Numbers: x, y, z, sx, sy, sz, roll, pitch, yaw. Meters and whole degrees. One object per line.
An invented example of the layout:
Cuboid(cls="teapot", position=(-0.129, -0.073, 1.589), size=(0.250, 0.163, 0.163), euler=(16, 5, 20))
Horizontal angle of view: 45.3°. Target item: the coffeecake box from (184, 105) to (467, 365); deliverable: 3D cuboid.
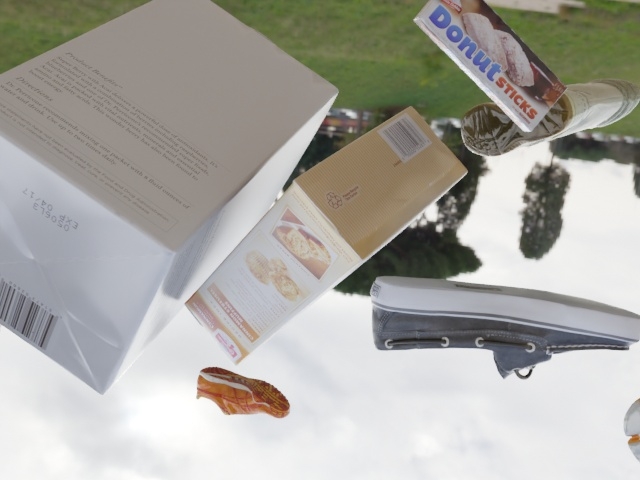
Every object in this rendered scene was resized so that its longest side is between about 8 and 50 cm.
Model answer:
Cuboid(cls="coffeecake box", position=(0.000, 0.000, 0.574), size=(0.068, 0.185, 0.142), euler=(50, -133, 3))

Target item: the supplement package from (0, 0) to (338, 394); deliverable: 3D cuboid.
Cuboid(cls="supplement package", position=(-0.141, -0.058, 0.634), size=(0.177, 0.175, 0.293), euler=(35, -141, 2))

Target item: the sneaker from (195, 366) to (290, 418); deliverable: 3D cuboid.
Cuboid(cls="sneaker", position=(-0.125, 0.260, 1.256), size=(0.175, 0.067, 0.064), euler=(15, -168, 28))

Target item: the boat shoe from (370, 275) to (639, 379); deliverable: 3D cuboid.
Cuboid(cls="boat shoe", position=(0.154, 0.080, 0.652), size=(0.228, 0.076, 0.080), euler=(6, -174, 3))

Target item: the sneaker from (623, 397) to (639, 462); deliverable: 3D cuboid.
Cuboid(cls="sneaker", position=(0.332, 0.194, 0.596), size=(0.215, 0.084, 0.083), euler=(53, -143, 8))

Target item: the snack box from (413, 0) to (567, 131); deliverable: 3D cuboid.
Cuboid(cls="snack box", position=(0.184, -0.200, 0.826), size=(0.178, 0.064, 0.022), euler=(40, 179, -15))

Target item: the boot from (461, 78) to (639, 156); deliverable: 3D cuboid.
Cuboid(cls="boot", position=(0.317, -0.175, 1.080), size=(0.165, 0.077, 0.213), euler=(-17, -175, -29))
